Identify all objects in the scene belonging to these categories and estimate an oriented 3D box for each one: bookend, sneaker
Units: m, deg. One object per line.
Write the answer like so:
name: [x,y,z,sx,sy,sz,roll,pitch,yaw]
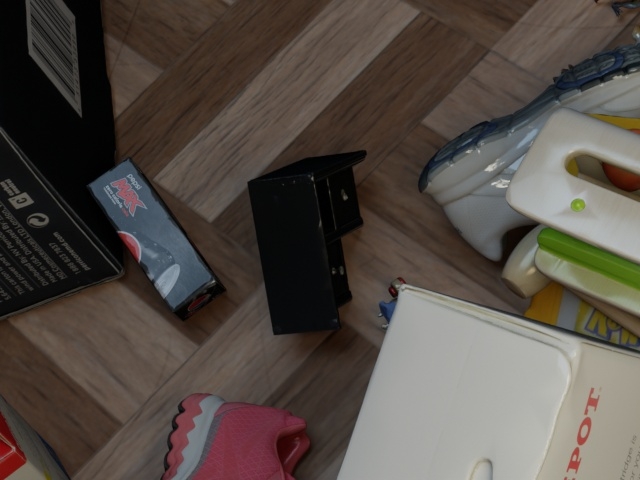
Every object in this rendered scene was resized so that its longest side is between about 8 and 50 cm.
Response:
bookend: [0.000,0.000,1.989,0.072,0.156,0.157,-6,98,22]
sneaker: [0.244,-0.090,1.909,0.297,0.129,0.111,-30,11,19]
sneaker: [-0.084,0.249,1.799,0.136,0.116,0.314,0,37,11]

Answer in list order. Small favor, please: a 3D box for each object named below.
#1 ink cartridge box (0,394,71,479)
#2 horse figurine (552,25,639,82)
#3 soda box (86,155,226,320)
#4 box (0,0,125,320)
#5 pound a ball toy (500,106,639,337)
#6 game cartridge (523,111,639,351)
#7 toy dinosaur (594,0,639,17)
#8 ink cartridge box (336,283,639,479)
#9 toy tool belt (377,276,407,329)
ink cartridge box: [-0.313,0.210,1.893,0.078,0.231,0.134,-36,48,-3]
horse figurine: [0.369,-0.159,1.944,0.263,0.066,0.174,-20,45,11]
soda box: [-0.171,-0.001,2.055,0.060,0.053,0.169,-36,74,-2]
box: [-0.502,-0.136,2.208,0.471,0.297,0.480,-21,50,13]
pound a ball toy: [0.294,0.002,1.637,0.319,0.208,0.136,24,72,29]
game cartridge: [0.307,0.058,1.725,0.285,0.052,0.324,10,83,41]
toy dinosaur: [0.340,-0.267,2.056,0.082,0.047,0.090,-26,35,-18]
ink cartridge box: [0.174,0.206,1.506,0.160,0.384,0.279,18,90,35]
toy tool belt: [0.078,0.074,1.923,0.051,0.052,0.083,-32,47,-10]
